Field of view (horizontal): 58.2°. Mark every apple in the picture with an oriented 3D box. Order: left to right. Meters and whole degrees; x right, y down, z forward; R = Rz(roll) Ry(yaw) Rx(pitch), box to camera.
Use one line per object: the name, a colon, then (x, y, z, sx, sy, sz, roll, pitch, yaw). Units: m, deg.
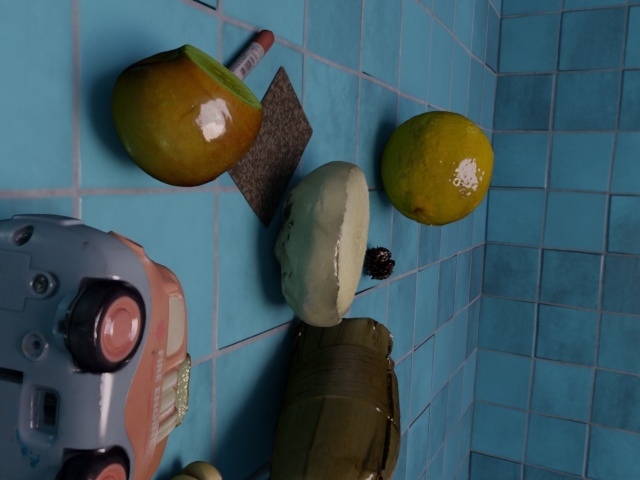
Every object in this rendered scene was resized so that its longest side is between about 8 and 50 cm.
apple: (-0.152, -0.146, 0.654, 0.163, 0.146, 0.147, -37, 125, -8)

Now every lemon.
lemon: (0.279, -0.174, 1.382, 0.293, 0.293, 0.293, -20, 112, -61)

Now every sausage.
sausage: (-0.118, -0.252, 0.843, 0.223, 0.029, 0.029, -62, 145, -37)

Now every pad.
pad: (-0.077, -0.157, 0.971, 0.158, 0.003, 0.235, 61, 43, -48)

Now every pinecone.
pinecone: (0.139, 0.054, 1.369, 0.077, 0.077, 0.083, -19, 85, -61)

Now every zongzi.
zongzi: (0.046, 0.447, 1.003, 0.500, 0.218, 0.467, -75, 155, -55)

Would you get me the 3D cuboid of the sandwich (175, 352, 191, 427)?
sandwich: (-0.208, 0.200, 0.745, 0.093, 0.035, 0.105, -14, 108, -63)

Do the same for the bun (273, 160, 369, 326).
bun: (0.000, 0.000, 1.003, 0.287, 0.146, 0.288, 10, 90, -77)

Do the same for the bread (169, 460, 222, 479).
bread: (-0.188, 0.376, 0.763, 0.177, 0.084, 0.119, -26, 119, -59)

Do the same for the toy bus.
toy bus: (-0.224, 0.123, 0.542, 0.232, 0.194, 0.288, 7, 88, -71)
